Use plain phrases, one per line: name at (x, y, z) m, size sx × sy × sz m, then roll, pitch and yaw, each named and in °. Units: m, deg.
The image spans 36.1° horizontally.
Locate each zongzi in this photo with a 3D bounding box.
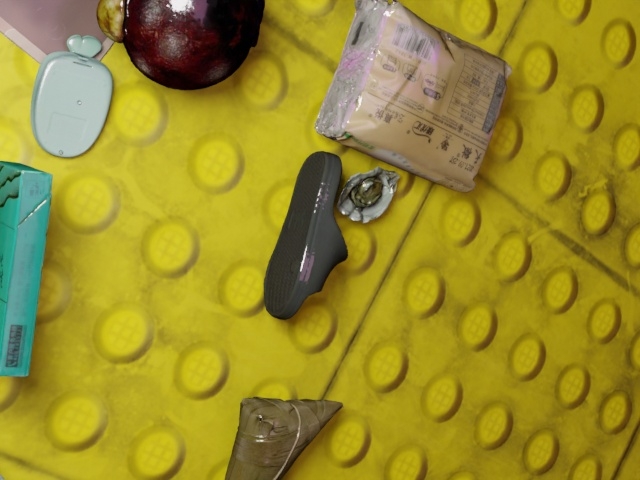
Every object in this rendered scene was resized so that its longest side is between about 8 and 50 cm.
zongzi at (-0.052, 0.317, 1.411) m, size 0.178 × 0.081 × 0.188 m, roll 6°, pitch 101°, yaw -41°

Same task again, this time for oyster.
oyster at (0.063, -0.074, 1.421) m, size 0.100 × 0.037 × 0.098 m, roll 30°, pitch 85°, yaw -47°

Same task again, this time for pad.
pad at (-0.342, -0.327, 1.165) m, size 0.266 × 0.002 × 0.176 m, roll 40°, pitch 78°, yaw -29°

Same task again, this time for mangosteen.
mangosteen at (-0.182, -0.284, 1.171) m, size 0.231 × 0.194 × 0.194 m, roll 16°, pitch 90°, yaw -12°

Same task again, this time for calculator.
calculator at (-0.303, -0.177, 1.201) m, size 0.095 × 0.021 × 0.152 m, roll 12°, pitch 98°, yaw -32°

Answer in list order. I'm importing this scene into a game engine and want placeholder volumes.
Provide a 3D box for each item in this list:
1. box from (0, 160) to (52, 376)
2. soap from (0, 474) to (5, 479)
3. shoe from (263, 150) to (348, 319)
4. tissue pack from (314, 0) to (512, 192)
box at (-0.356, 0.026, 1.126) m, size 0.042 × 0.161 × 0.226 m, roll 5°, pitch 96°, yaw -31°
soap at (-0.459, 0.296, 1.152) m, size 0.150 × 0.094 × 0.261 m, roll -36°, pitch 114°, yaw -20°
shoe at (0.000, 0.000, 1.362) m, size 0.093 × 0.108 × 0.240 m, roll 17°, pitch 86°, yaw -28°
tissue pack at (0.143, -0.206, 1.401) m, size 0.257 × 0.123 × 0.214 m, roll 19°, pitch 91°, yaw -31°
